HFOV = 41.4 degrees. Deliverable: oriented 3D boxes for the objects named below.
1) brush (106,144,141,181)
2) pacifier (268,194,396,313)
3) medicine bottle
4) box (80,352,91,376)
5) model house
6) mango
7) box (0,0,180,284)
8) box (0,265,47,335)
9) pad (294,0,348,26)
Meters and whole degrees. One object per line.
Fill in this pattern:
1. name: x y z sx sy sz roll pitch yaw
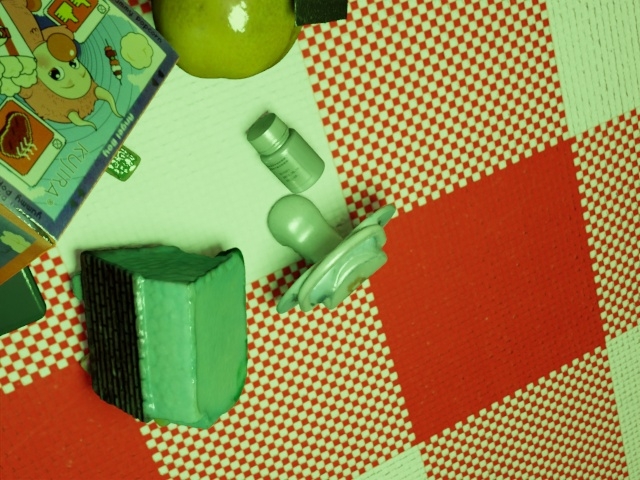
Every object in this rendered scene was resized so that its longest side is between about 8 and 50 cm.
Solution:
1. brush: -0.403 -0.182 1.305 0.282 0.048 0.054 35 86 -27
2. pacifier: 0.000 0.000 1.485 0.279 0.227 0.207 -41 77 -7
3. medicine bottle: -0.060 -0.149 1.443 0.080 0.080 0.130 -46 117 -4
4. box: -0.362 0.235 1.461 0.048 0.025 0.115 -38 117 -7
5. model house: -0.276 0.151 1.399 0.248 0.230 0.281 5 105 18
6. mango: -0.114 -0.418 1.244 0.221 0.264 0.378 18 95 18
7. box: -0.420 -0.181 1.082 0.318 0.257 0.349 41 53 -22
8. box: -0.561 0.094 1.316 0.230 0.050 0.160 -23 113 -16
9. pad: 0.006 -0.441 1.279 0.004 0.330 0.220 5 106 14
